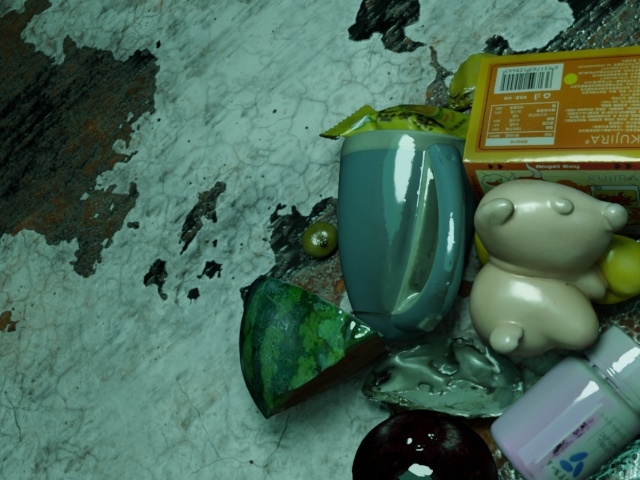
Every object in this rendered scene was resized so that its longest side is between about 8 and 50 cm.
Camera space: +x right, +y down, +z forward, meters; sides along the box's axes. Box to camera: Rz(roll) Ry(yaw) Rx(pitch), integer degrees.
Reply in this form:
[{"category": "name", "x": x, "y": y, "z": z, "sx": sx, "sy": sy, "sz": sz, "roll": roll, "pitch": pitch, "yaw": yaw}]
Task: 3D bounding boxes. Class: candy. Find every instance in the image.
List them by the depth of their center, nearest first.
[{"category": "candy", "x": 0.170, "y": -0.210, "z": 1.417, "sx": 0.297, "sy": 0.187, "sz": 0.081, "roll": 12, "pitch": 118, "yaw": 30}]

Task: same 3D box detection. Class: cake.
[{"category": "cake", "x": 0.319, "y": -0.290, "z": 1.405, "sx": 0.185, "sy": 0.079, "sz": 0.116, "roll": 25, "pitch": 70, "yaw": 29}]

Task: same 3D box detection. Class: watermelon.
[{"category": "watermelon", "x": -0.050, "y": 0.211, "z": 1.313, "sx": 0.319, "sy": 0.292, "sz": 0.222, "roll": 24, "pitch": 80, "yaw": 22}]

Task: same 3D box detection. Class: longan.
[{"category": "longan", "x": 0.000, "y": 0.000, "z": 1.468, "sx": 0.075, "sy": 0.083, "sz": 0.075, "roll": -1, "pitch": 100, "yaw": -6}]

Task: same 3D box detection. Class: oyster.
[{"category": "oyster", "x": 0.200, "y": 0.247, "z": 1.275, "sx": 0.252, "sy": 0.087, "sz": 0.199, "roll": -33, "pitch": 51, "yaw": 5}]

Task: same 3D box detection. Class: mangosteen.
[{"category": "mangosteen", "x": 0.162, "y": 0.392, "z": 1.169, "sx": 0.228, "sy": 0.228, "sz": 0.265, "roll": 8, "pitch": 120, "yaw": 29}]

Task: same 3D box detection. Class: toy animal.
[{"category": "toy animal", "x": 0.345, "y": 0.075, "z": 1.134, "sx": 0.278, "sy": 0.345, "sz": 0.246, "roll": 18, "pitch": 75, "yaw": 13}]

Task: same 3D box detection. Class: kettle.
[{"category": "kettle", "x": 0.152, "y": 0.000, "z": 1.272, "sx": 0.247, "sy": 0.319, "sz": 0.341, "roll": 9, "pitch": 81, "yaw": -15}]

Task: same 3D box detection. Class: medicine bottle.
[{"category": "medicine bottle", "x": 0.394, "y": 0.257, "z": 1.138, "sx": 0.254, "sy": 0.152, "sz": 0.152, "roll": -43, "pitch": 59, "yaw": 7}]

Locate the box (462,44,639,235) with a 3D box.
[{"category": "box", "x": 0.405, "y": -0.144, "z": 1.203, "sx": 0.284, "sy": 0.259, "sz": 0.213, "roll": 4, "pitch": 67, "yaw": 28}]
